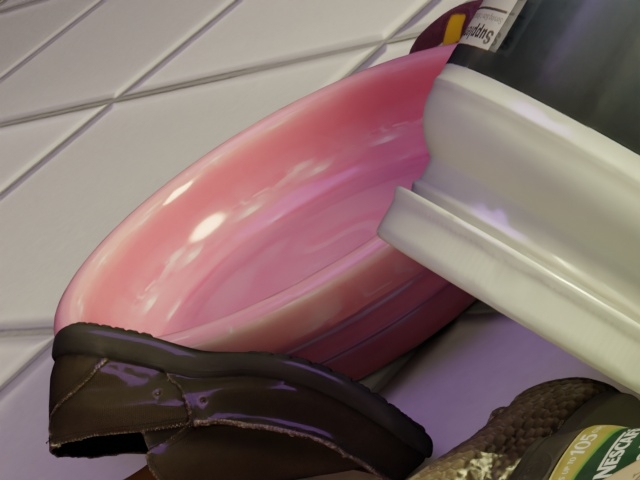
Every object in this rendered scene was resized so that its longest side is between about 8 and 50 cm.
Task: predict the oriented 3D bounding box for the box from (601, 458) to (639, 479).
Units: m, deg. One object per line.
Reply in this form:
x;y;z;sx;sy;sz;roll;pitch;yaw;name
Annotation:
0.208;0.082;0.508;0.311;0.121;0.148;-36;14;29;box

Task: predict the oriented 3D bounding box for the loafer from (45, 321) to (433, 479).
-0.046;0.099;0.971;0.220;0.080;0.078;8;72;31;loafer

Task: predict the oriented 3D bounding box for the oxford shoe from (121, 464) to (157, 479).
-0.151;0.162;1.001;0.212;0.076;0.076;-30;17;-8;oxford shoe

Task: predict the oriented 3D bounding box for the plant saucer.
0.000;0.000;1.165;0.332;0.084;0.332;-27;19;10;plant saucer

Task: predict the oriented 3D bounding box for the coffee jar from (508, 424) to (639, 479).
0.149;0.105;0.702;0.184;0.079;0.096;-16;24;37;coffee jar

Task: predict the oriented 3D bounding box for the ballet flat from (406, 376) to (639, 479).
0.037;0.130;0.788;0.250;0.084;0.058;-35;33;-29;ballet flat

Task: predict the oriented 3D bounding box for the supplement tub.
0.164;-0.077;0.835;0.272;0.191;0.191;-59;21;2;supplement tub

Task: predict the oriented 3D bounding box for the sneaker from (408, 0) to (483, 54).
0.128;-0.131;1.321;0.185;0.069;0.084;-17;18;35;sneaker
